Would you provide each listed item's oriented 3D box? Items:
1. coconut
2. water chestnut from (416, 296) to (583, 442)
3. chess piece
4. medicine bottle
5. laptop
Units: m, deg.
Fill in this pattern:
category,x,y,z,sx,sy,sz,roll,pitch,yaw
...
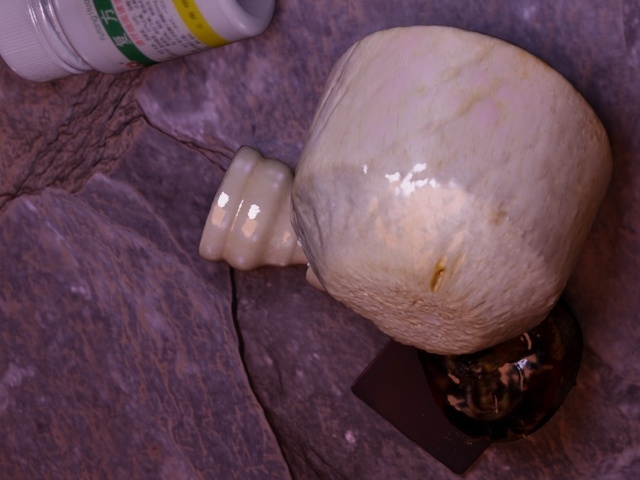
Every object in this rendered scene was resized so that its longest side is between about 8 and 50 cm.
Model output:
category,x,y,z,sx,sy,sz,roll,pitch,yaw
coconut,0.164,-0.080,1.834,0.345,0.415,0.415,-7,112,43
water chestnut,0.227,0.155,1.977,0.224,0.238,0.223,8,108,25
chess piece,0.000,0.000,2.028,0.300,0.167,0.167,22,118,4
medicine bottle,-0.248,-0.326,1.934,0.340,0.208,0.208,-12,108,22
laptop,0.163,0.226,2.143,0.207,0.026,0.154,38,121,1
